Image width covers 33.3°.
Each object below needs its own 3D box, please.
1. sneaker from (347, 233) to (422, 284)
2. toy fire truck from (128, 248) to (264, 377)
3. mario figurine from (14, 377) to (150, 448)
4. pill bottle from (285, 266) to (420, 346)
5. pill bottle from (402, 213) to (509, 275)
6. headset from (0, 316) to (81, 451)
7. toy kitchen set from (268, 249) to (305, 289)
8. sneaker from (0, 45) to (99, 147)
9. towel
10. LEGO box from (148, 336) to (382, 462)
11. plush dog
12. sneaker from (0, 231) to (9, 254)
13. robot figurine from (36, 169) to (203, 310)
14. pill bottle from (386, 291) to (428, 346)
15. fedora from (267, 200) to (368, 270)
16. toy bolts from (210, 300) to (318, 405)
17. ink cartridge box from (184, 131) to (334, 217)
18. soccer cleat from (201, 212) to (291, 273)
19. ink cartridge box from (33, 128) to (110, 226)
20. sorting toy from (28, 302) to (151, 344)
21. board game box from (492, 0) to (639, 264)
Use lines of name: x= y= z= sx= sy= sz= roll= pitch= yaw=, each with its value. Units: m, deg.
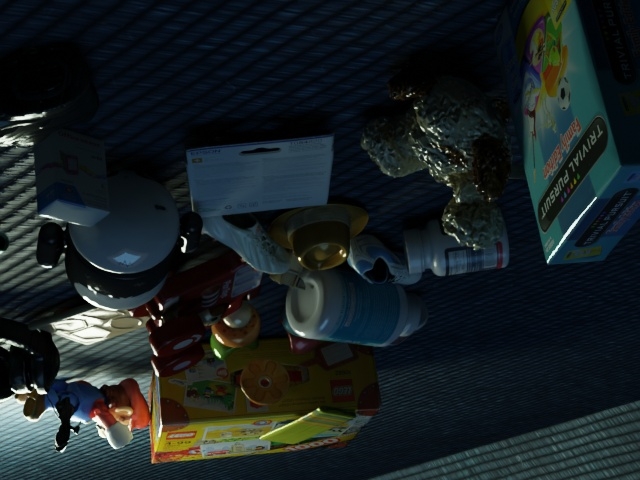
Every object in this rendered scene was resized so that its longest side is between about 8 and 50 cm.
sneaker: x=0.123 y=0.055 z=2.035 sx=0.085 sy=0.086 sz=0.237 roll=-23 pitch=154 yaw=26
toy fire truck: x=-0.220 y=0.112 z=1.984 sx=0.254 sy=0.169 sz=0.302 roll=-22 pitch=161 yaw=-16
mario figurine: x=-0.548 y=0.406 z=2.487 sx=0.320 sy=0.198 sz=0.170 roll=16 pitch=138 yaw=-34
pill bottle: x=0.073 y=0.133 z=2.118 sx=0.264 sy=0.146 sz=0.146 roll=11 pitch=150 yaw=-37
pill bottle: x=0.243 y=0.008 z=1.937 sx=0.180 sy=0.108 sz=0.108 roll=-8 pitch=157 yaw=0
headset: x=-0.638 y=0.291 z=2.196 sx=0.243 sy=0.185 sz=0.394 roll=-17 pitch=144 yaw=20
toy kitchen set: x=-0.049 y=0.049 z=2.019 sx=0.068 sy=0.075 sz=0.083 roll=19 pitch=-173 yaw=-25
sneaker: x=-0.416 y=-0.157 z=1.354 sx=0.286 sy=0.109 sz=0.130 roll=-8 pitch=163 yaw=4
towel: x=-0.031 y=0.416 z=2.410 sx=0.102 sy=0.021 sz=0.237 roll=17 pitch=147 yaw=-34
LEGO box: x=-0.149 y=0.379 z=2.549 sx=0.500 sy=0.193 sz=0.372 roll=-2 pitch=156 yaw=-13
plush dog: x=0.196 y=-0.144 z=1.485 sx=0.210 sy=0.262 sz=0.225 roll=-43 pitch=165 yaw=-2
sneaker: x=-0.579 y=0.036 z=1.734 sx=0.151 sy=0.094 sz=0.256 roll=1 pitch=153 yaw=-7
robot figurine: x=-0.312 y=0.002 z=1.667 sx=0.209 sy=0.173 sz=0.278 roll=-46 pitch=173 yaw=-27
pill bottle: x=0.164 y=0.177 z=2.326 sx=0.086 sy=0.086 sz=0.152 roll=3 pitch=154 yaw=-24
fedora: x=0.000 y=0.000 z=1.874 sx=0.194 sy=0.079 sz=0.194 roll=-7 pitch=157 yaw=-3
toy bolts: x=-0.090 y=0.198 z=2.178 sx=0.228 sy=0.218 sz=0.158 roll=-20 pitch=154 yaw=-19
ink cartridge box: x=-0.093 y=-0.112 z=1.628 sx=0.223 sy=0.045 sz=0.224 roll=-6 pitch=156 yaw=-7
soccer cleat: x=-0.116 y=-0.003 z=1.802 sx=0.196 sy=0.068 sz=0.076 roll=32 pitch=131 yaw=-30
ink cartridge box: x=-0.349 y=-0.091 z=1.497 sx=0.088 sy=0.122 sz=0.052 roll=15 pitch=144 yaw=-43
sorting toy: x=-0.449 y=0.157 z=2.148 sx=0.193 sy=0.038 sz=0.208 roll=-18 pitch=159 yaw=22
board game box: x=0.299 y=-0.176 z=1.246 sx=0.079 sy=0.336 sz=0.254 roll=-4 pitch=156 yaw=-9
